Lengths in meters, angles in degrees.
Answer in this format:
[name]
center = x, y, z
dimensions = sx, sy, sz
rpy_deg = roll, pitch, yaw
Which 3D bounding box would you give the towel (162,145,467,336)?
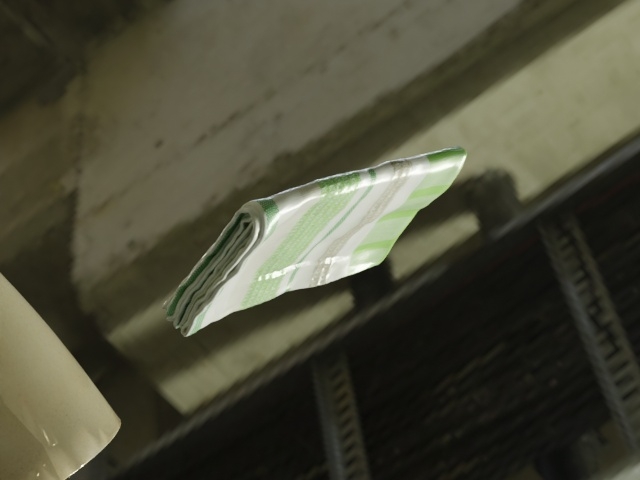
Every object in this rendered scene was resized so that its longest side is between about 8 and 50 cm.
[towel]
center = 0.000, 0.000, 0.868
dimensions = 0.152, 0.023, 0.113
rpy_deg = -17, 159, -39

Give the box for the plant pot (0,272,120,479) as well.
[plant pot]
center = -0.349, 0.100, 1.418
dimensions = 0.256, 0.274, 0.256
rpy_deg = -27, -172, 4
